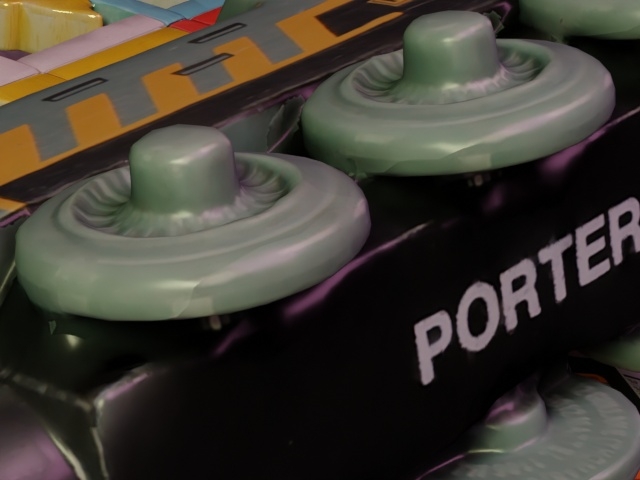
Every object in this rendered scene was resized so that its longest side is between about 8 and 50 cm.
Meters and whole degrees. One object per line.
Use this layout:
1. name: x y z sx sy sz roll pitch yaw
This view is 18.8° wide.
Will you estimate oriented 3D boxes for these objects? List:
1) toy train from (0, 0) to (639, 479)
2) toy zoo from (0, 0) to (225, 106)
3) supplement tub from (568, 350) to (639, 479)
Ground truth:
1. toy train: 0.000 0.000 0.525 0.190 0.142 0.334 12 31 44
2. toy zoo: -0.055 -0.074 0.757 0.192 0.030 0.293 21 28 25
3. supplement tub: 0.060 0.129 0.613 0.193 0.193 0.316 22 19 -27
